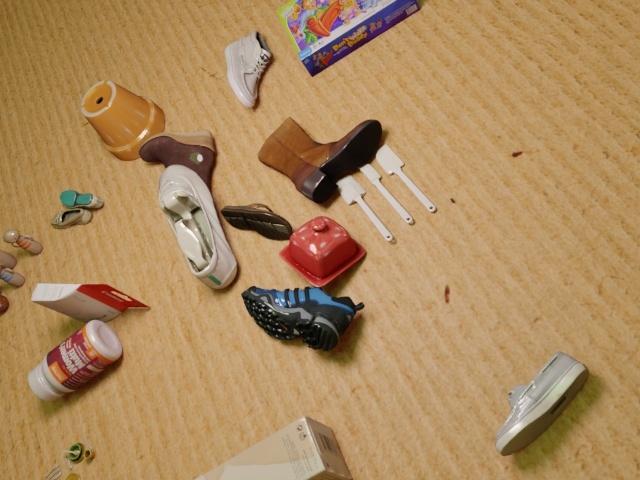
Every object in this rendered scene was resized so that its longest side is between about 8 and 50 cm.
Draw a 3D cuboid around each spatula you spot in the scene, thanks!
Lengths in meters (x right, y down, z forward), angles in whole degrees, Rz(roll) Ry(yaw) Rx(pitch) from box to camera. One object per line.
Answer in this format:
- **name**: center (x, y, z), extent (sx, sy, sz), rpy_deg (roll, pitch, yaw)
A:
- **spatula**: center (0.154, -0.110, 1.596), extent (0.168, 0.019, 0.242), rpy_deg (-35, 55, 0)

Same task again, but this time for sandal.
- **sandal**: center (-0.159, -0.059, 1.698), extent (0.219, 0.090, 0.060), rpy_deg (11, 49, 37)

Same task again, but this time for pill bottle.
- **pill bottle**: center (-0.632, 0.313, 1.710), extent (0.221, 0.121, 0.121), rpy_deg (-37, 56, 6)

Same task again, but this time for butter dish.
- **butter dish**: center (0.000, 0.000, 1.536), extent (0.160, 0.118, 0.160), rpy_deg (-35, 52, -23)

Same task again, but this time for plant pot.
- **plant pot**: center (-0.605, -0.374, 1.995), extent (0.205, 0.188, 0.205), rpy_deg (-11, 61, 21)

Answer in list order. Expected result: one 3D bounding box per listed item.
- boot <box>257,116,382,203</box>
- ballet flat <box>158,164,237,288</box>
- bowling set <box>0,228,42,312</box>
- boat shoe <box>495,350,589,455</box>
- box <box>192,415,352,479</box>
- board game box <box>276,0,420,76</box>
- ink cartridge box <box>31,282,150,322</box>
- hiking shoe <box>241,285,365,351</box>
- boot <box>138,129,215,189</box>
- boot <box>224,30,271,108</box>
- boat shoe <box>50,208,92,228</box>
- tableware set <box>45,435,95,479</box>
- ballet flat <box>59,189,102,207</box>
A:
- **boot**: center (-0.004, -0.248, 1.714), extent (0.264, 0.096, 0.280), rpy_deg (-52, 46, 4)
- **ballet flat**: center (-0.336, -0.056, 1.702), extent (0.139, 0.139, 0.400), rpy_deg (-33, 66, 8)
- **bowling set**: center (-0.972, 0.098, 1.963), extent (0.287, 0.154, 0.200), rpy_deg (-26, 57, 13)
- **boat shoe**: center (0.397, 0.301, 1.243), extent (0.227, 0.079, 0.081), rpy_deg (-44, 46, -5)
- **box**: center (-0.111, 0.494, 1.351), extent (0.311, 0.148, 0.121), rpy_deg (-31, 55, 8)
- **board game box**: center (0.070, -0.645, 1.862), extent (0.347, 0.078, 0.233), rpy_deg (-30, 56, 10)
- **ink cartridge box**: center (-0.592, 0.165, 1.722), extent (0.232, 0.189, 0.066), rpy_deg (3, 68, 27)
- **hiking shoe**: center (-0.050, 0.160, 1.529), extent (0.304, 0.113, 0.132), rpy_deg (17, 44, 38)
- **boot**: center (-0.416, -0.205, 1.877), extent (0.248, 0.090, 0.207), rpy_deg (-10, 60, 18)
- **boot**: center (-0.198, -0.502, 1.912), extent (0.123, 0.095, 0.258), rpy_deg (-30, 55, 19)
- **boat shoe**: center (-0.762, -0.072, 2.007), extent (0.153, 0.048, 0.056), rpy_deg (-2, 65, 25)
- **tableware set**: center (-0.619, 0.566, 1.638), extent (0.154, 0.024, 0.104), rpy_deg (-44, 55, 0)
- **ballet flat**: center (-0.723, -0.118, 2.012), extent (0.168, 0.052, 0.057), rpy_deg (10, 81, 36)
